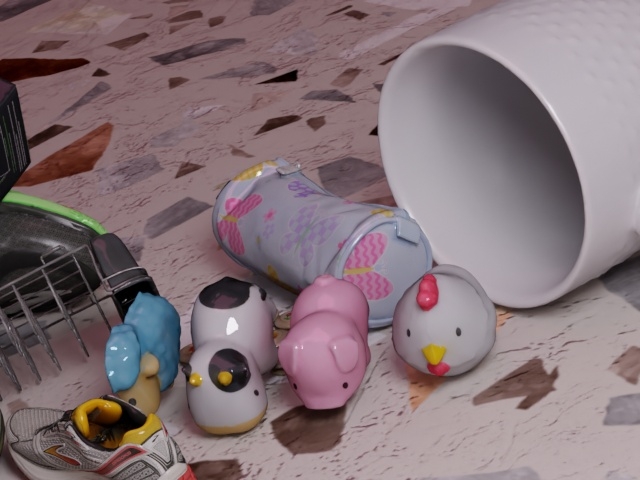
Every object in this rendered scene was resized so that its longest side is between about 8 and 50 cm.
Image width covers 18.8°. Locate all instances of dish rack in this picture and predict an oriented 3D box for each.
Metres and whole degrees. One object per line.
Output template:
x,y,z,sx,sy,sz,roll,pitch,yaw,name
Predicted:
-0.290,0.092,1.885,0.271,0.074,0.208,-26,-17,-6,dish rack

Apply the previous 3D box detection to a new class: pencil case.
0.000,0.000,1.959,0.124,0.113,0.273,-53,34,-7,pencil case

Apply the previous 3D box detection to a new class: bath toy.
-0.015,0.092,1.764,0.348,0.151,0.129,-8,-19,12,bath toy

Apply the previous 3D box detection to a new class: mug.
0.299,-0.103,1.857,0.328,0.276,0.374,-28,43,-33,mug

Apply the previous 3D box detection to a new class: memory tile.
-0.062,0.097,1.920,0.148,0.012,0.113,3,31,34,memory tile

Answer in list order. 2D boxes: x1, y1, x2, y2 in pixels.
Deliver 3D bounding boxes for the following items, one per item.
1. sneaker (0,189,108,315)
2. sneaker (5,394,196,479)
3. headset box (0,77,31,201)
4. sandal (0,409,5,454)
-0.444,0.088,2.026,0.483,0.185,0.202,-15,55,-9,sneaker
-0.204,0.175,1.743,0.225,0.093,0.088,6,34,41,sneaker
-0.475,-0.064,1.947,0.246,0.131,0.283,23,57,17,headset box
-0.353,0.223,1.720,0.120,0.086,0.303,-15,34,5,sandal
